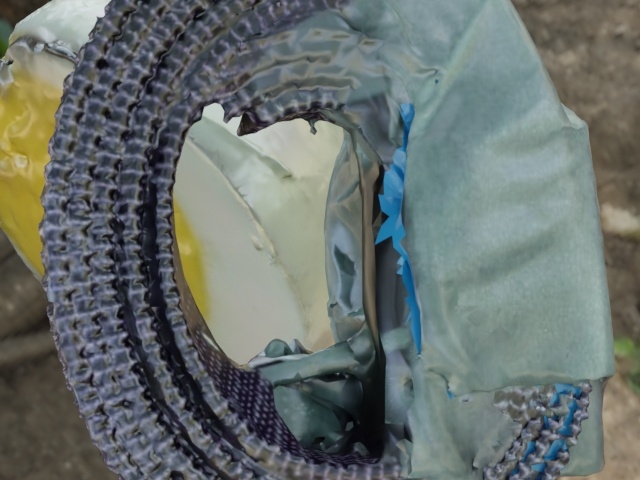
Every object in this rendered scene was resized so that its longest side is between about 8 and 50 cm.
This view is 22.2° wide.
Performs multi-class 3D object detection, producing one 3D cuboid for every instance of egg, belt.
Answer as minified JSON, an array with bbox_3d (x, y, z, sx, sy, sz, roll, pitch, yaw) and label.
[{"bbox_3d":[-0.075,-0.047,1.145,0.337,0.337,0.201,11,47,47],"label":"egg"},{"bbox_3d":[0.000,0.000,0.764,0.260,0.324,0.122,-6,1,-8],"label":"belt"}]
